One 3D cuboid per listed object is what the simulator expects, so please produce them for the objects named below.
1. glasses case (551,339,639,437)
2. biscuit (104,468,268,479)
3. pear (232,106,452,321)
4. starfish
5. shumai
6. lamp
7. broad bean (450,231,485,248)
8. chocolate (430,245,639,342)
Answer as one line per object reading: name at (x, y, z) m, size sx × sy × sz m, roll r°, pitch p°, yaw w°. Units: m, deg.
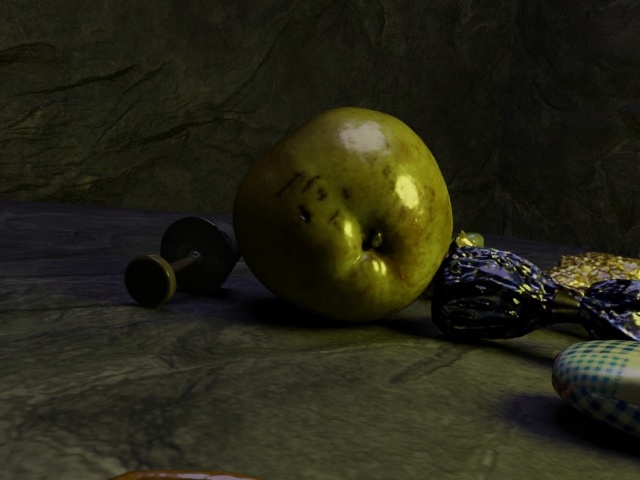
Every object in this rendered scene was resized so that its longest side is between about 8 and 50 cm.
glasses case at (0.352, 0.136, 0.437) m, size 0.327 × 0.076 × 0.125 m, roll 9°, pitch 5°, yaw 28°
biscuit at (-0.085, 0.135, 0.198) m, size 0.215 × 0.034 × 0.182 m, roll 3°, pitch 6°, yaw -31°
pear at (0.037, -0.023, 0.791) m, size 0.303 × 0.304 × 0.304 m, roll 6°, pitch 5°, yaw -1°
starfish at (0.447, 0.093, 0.845) m, size 0.383 × 0.132 × 0.398 m, roll 16°, pitch 14°, yaw 42°
shumai at (0.241, 0.055, 1.021) m, size 0.123 × 0.105 × 0.139 m, roll -24°, pitch -46°, yaw 39°
lamp at (-0.194, 0.027, 0.839) m, size 0.121 × 0.121 × 0.214 m, roll 7°, pitch 14°, yaw 18°
broad bean at (0.349, 0.023, 1.595) m, size 0.227 × 0.100 × 0.169 m, roll 3°, pitch -1°, yaw -10°
chocolate at (0.309, 0.086, 0.669) m, size 0.343 × 0.126 × 0.148 m, roll 11°, pitch 21°, yaw 38°
